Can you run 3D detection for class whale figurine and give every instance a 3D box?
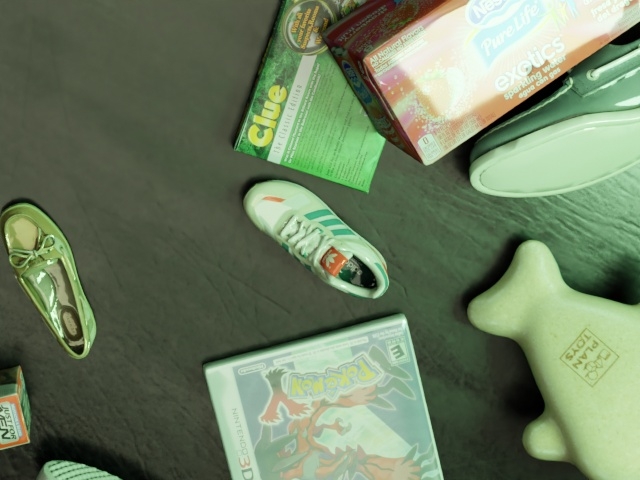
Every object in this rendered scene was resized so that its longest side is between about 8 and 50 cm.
[{"bbox_3d":[0.271,0.121,1.860,0.272,0.141,0.216,40,95,11],"label":"whale figurine"}]

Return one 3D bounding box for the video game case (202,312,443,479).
[{"bbox_3d":[0.005,0.181,1.879,0.201,0.023,0.183,-14,104,-4],"label":"video game case"}]

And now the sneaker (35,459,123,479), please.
[{"bbox_3d":[-0.179,0.335,1.854,0.282,0.102,0.161,35,100,-13],"label":"sneaker"}]

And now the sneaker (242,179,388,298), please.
[{"bbox_3d":[0.000,0.000,1.811,0.161,0.075,0.057,37,96,-13],"label":"sneaker"}]

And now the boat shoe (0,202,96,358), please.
[{"bbox_3d":[-0.252,0.037,1.803,0.056,0.048,0.153,-21,104,-2],"label":"boat shoe"}]

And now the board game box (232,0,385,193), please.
[{"bbox_3d":[0.023,-0.186,1.797,0.136,0.030,0.260,18,100,-13],"label":"board game box"}]

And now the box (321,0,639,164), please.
[{"bbox_3d":[0.148,-0.195,1.737,0.257,0.128,0.123,-34,114,-5],"label":"box"}]

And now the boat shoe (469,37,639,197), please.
[{"bbox_3d":[0.281,-0.135,1.822,0.319,0.116,0.099,-22,61,5],"label":"boat shoe"}]

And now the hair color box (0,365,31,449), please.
[{"bbox_3d":[-0.354,0.170,1.798,0.167,0.093,0.053,-12,104,-5],"label":"hair color box"}]
